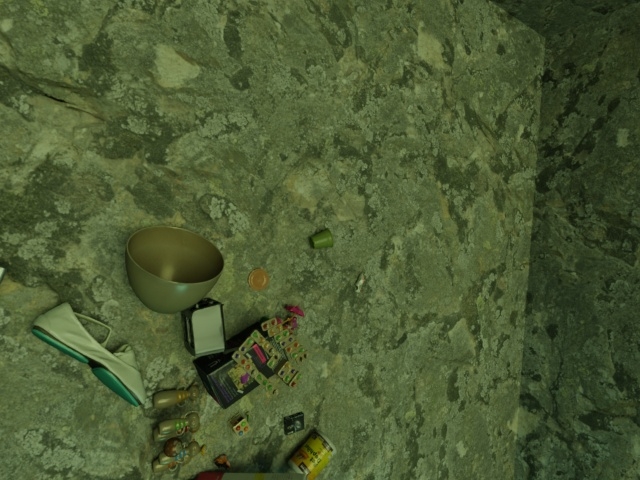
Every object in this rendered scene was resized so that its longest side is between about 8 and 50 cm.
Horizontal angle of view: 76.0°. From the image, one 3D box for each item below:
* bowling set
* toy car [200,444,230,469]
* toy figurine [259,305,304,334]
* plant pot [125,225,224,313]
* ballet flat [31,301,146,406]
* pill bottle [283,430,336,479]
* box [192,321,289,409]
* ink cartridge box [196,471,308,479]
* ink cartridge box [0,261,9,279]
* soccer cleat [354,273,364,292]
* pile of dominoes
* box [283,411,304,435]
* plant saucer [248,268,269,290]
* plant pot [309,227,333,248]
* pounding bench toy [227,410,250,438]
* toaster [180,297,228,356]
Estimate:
[{"bbox_3d":[-0.439,0.632,1.309,0.154,0.199,0.287,-1,96,-34],"label":"bowling set"},{"bbox_3d":[-0.362,0.757,1.442,0.122,0.060,0.041,59,31,-27],"label":"toy car"},{"bbox_3d":[-0.127,0.324,1.560,0.159,0.130,0.173,-31,130,-38],"label":"toy figurine"},{"bbox_3d":[-0.461,0.111,1.259,0.283,0.284,0.191,9,121,-33],"label":"plant pot"},{"bbox_3d":[-0.642,0.332,1.215,0.139,0.139,0.400,-49,115,-22],"label":"ballet flat"},{"bbox_3d":[-0.045,0.868,1.611,0.215,0.117,0.117,-39,111,-26],"label":"pill bottle"},{"bbox_3d":[-0.272,0.424,1.422,0.270,0.165,0.144,-28,106,-29],"label":"box"},{"bbox_3d":[-0.232,0.943,1.353,0.384,0.160,0.280,-3,92,4],"label":"ink cartridge box"},{"bbox_3d":[-0.897,0.126,1.030,0.128,0.127,0.176,26,77,-31],"label":"ink cartridge box"},{"bbox_3d":[0.168,0.185,1.784,0.035,0.029,0.084,13,89,-37],"label":"soccer cleat"},{"bbox_3d":[-0.149,0.393,1.380,0.196,0.040,0.251,-49,117,-24],"label":"pile of dominoes"},{"bbox_3d":[-0.104,0.727,1.628,0.083,0.018,0.067,-3,93,-33],"label":"box"},{"bbox_3d":[-0.230,0.147,1.533,0.083,0.013,0.084,0,91,-33],"label":"plant saucer"},{"bbox_3d":[0.000,0.000,1.647,0.079,0.083,0.084,-17,101,-18],"label":"plant pot"},{"bbox_3d":[-0.280,0.660,1.484,0.083,0.065,0.052,-32,108,-29],"label":"pounding bench toy"},{"bbox_3d":[-0.383,0.288,1.349,0.110,0.168,0.186,-7,94,-30],"label":"toaster"}]
